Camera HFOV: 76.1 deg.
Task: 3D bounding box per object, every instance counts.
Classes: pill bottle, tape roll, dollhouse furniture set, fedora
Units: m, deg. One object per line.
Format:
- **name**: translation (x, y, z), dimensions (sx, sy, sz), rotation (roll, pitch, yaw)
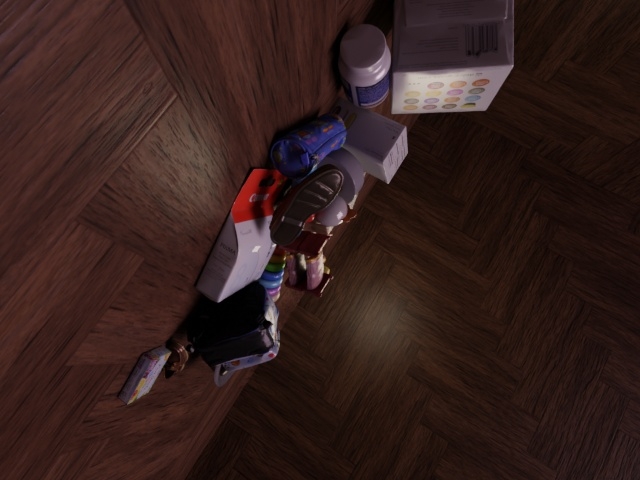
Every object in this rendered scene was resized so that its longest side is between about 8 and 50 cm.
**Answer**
- **pill bottle**: translation (0.132, -0.509, 1.214), dimensions (0.153, 0.153, 0.264), rotation (-59, 171, 3)
- **tape roll**: translation (0.042, -0.228, 1.434), dimensions (0.072, 0.219, 0.219), rotation (-53, 169, -32)
- **dollhouse furniture set**: translation (0.000, 0.000, 1.529), dimensions (0.374, 0.152, 0.201), rotation (-56, 151, -43)
- **fedora**: translation (-0.370, 0.392, 1.533), dimensions (0.244, 0.124, 0.275), rotation (-45, 155, -64)

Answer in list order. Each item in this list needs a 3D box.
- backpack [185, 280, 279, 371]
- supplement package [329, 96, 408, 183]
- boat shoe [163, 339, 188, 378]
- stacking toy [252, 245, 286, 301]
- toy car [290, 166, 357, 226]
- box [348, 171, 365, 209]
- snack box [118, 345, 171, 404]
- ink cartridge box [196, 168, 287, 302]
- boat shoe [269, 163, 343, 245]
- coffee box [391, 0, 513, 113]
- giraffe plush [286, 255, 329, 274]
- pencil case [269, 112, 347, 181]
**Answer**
- **backpack**: translation (-0.247, 0.267, 1.314), dimensions (0.263, 0.276, 0.213), rotation (-92, 164, -54)
- **supplement package**: translation (0.156, -0.348, 1.441), dimensions (0.145, 0.262, 0.204), rotation (-59, 162, -4)
- **boat shoe**: translation (-0.446, 0.367, 1.243), dimensions (0.060, 0.064, 0.178), rotation (-52, 171, -46)
- **stacking toy**: translation (-0.185, 0.074, 1.536), dimensions (0.141, 0.141, 0.330), rotation (-43, 156, -60)
- **toy car**: translation (0.006, -0.124, 1.384), dimensions (0.210, 0.238, 0.219), rotation (-85, -169, -51)
- **box**: translation (0.055, -0.200, 1.726), dimensions (0.216, 0.060, 0.270), rotation (-13, 148, -21)
- **snack box**: translation (-0.484, 0.370, 1.131), dimensions (0.141, 0.037, 0.100), rotation (-59, 172, 4)
- **ink cartridge box**: translation (-0.194, -0.026, 1.241), dimensions (0.385, 0.091, 0.308), rotation (-60, 171, 15)
- **boat shoe**: translation (-0.057, -0.121, 1.186), dimensions (0.307, 0.110, 0.104), rotation (-43, -142, 28)
- **coffee box**: translation (0.399, -0.633, 1.318), dimensions (0.334, 0.337, 0.338), rotation (23, 68, -80)
- **giraffe plush**: translation (-0.076, 0.137, 2.131), dimensions (0.181, 0.210, 0.170), rotation (-36, 175, 24)
- **pencil case**: translation (-0.023, -0.283, 1.200), dimensions (0.306, 0.133, 0.119), rotation (-49, 141, -50)
